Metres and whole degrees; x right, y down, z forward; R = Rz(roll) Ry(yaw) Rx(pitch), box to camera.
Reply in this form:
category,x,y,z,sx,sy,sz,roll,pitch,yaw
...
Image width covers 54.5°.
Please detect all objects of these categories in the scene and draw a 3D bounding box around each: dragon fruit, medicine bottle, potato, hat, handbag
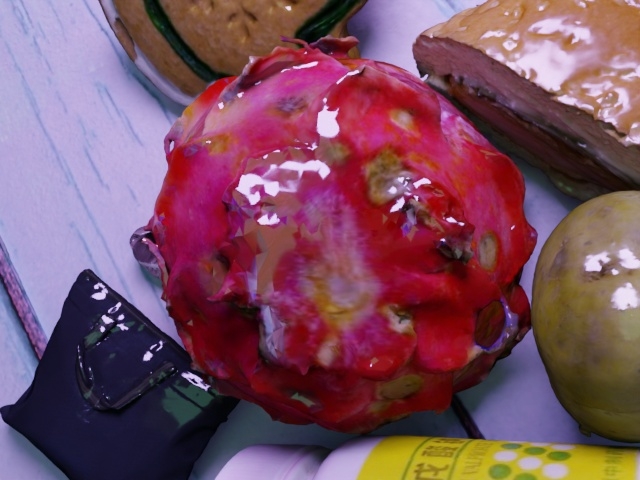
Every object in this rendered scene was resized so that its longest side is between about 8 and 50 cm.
category,x,y,z,sx,sy,sz,roll,pitch,yaw
dragon fruit,0.000,0.000,0.558,0.371,0.249,0.386,-6,95,15
medicine bottle,0.100,0.266,0.493,0.379,0.214,0.213,-8,81,29
potato,0.241,0.062,0.488,0.149,0.228,0.197,9,59,29
hat,-0.180,0.013,0.724,0.087,0.042,0.058,21,104,-17
handbag,-0.225,0.178,0.686,0.254,0.089,0.211,33,94,20

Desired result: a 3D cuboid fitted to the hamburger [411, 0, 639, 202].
category,x,y,z,sx,sy,sz,roll,pitch,yaw
hamburger,0.265,-0.158,0.557,0.330,0.162,0.209,36,85,23

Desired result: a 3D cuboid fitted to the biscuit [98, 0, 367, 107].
category,x,y,z,sx,sy,sz,roll,pitch,yaw
biscuit,-0.069,-0.255,0.646,0.344,0.057,0.287,-24,112,29
